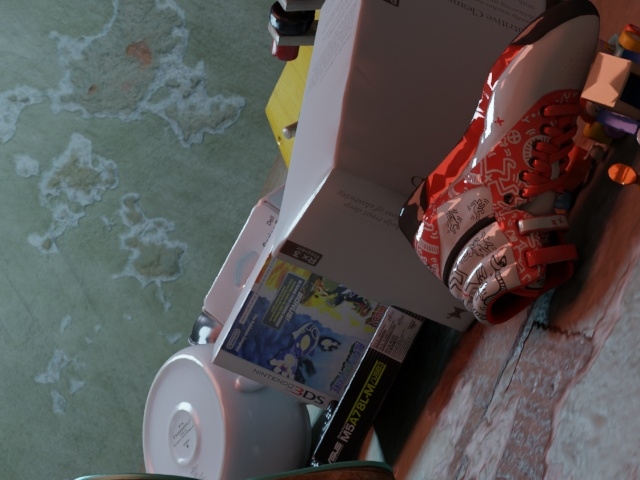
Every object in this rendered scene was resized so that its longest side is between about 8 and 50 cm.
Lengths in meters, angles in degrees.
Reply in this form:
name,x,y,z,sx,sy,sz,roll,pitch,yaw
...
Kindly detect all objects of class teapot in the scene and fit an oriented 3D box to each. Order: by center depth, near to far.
name,x,y,z,sx,sy,sz,roll,pitch,yaw
teapot,-0.095,0.245,1.911,0.256,0.187,0.253,12,98,55

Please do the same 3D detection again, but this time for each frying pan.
name,x,y,z,sx,sy,sz,roll,pitch,yaw
frying pan,-0.072,0.115,1.971,0.326,0.197,0.053,-146,44,-76

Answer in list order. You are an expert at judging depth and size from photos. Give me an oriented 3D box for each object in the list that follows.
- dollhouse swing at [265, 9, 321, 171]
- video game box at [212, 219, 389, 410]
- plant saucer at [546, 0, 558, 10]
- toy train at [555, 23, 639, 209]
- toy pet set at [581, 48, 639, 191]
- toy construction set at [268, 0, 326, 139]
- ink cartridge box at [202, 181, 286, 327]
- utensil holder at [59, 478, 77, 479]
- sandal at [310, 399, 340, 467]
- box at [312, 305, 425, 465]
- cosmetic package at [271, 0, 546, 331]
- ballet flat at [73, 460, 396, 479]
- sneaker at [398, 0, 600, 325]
name,x,y,z,sx,sy,sz,roll,pitch,yaw
dollhouse swing,0.118,-0.226,2.200,0.315,0.304,0.347,68,158,15
video game box,0.002,0.087,1.686,0.048,0.187,0.205,-91,26,-62
plant saucer,0.229,-0.237,1.712,0.168,0.029,0.168,-63,9,17
toy train,0.232,-0.117,1.317,0.125,0.046,0.166,134,157,-65
toy pet set,0.258,-0.097,1.143,0.114,0.065,0.122,27,97,46
toy construction set,0.086,-0.291,1.827,0.237,0.309,0.257,-27,25,-34
ink cartridge box,0.000,0.000,1.849,0.273,0.114,0.198,-38,-18,-51
utensil holder,-0.238,0.493,1.602,0.386,0.327,0.327,-65,9,1
sandal,0.009,0.262,1.656,0.067,0.040,0.179,120,168,-61
box,0.063,0.129,1.565,0.191,0.045,0.184,-64,-2,17
cosmetic package,0.097,-0.123,1.507,0.156,0.217,0.385,125,160,-44
ballet flat,-0.089,0.280,1.411,0.116,0.342,0.124,67,-158,-61
sneaker,0.178,-0.053,1.219,0.145,0.090,0.270,55,128,29
